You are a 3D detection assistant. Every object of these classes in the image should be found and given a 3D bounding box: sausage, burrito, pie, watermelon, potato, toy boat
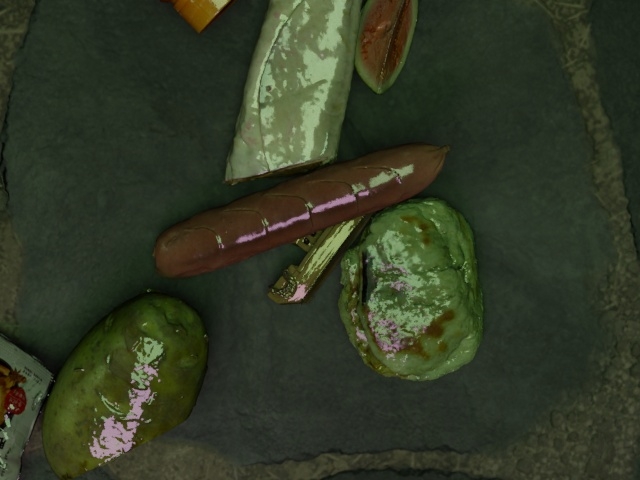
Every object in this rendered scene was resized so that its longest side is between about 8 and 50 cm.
[{"bbox_3d":[-0.032,-0.041,1.819,0.433,0.088,0.088,-21,98,13],"label":"sausage"},{"bbox_3d":[-0.028,-0.202,1.823,0.143,0.105,0.299,14,98,6],"label":"burrito"},{"bbox_3d":[0.124,0.070,1.866,0.201,0.090,0.248,-10,97,-8],"label":"pie"},{"bbox_3d":[0.097,-0.273,1.838,0.069,0.087,0.163,12,99,-35],"label":"watermelon"},{"bbox_3d":[-0.260,0.200,1.850,0.176,0.141,0.298,39,103,9],"label":"potato"},{"bbox_3d":[0.000,0.000,1.873,0.072,0.064,0.206,36,91,13],"label":"toy boat"}]

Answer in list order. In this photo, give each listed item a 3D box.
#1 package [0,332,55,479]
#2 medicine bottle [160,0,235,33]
[{"bbox_3d":[-0.447,0.251,1.873,0.154,0.030,0.239,28,102,27],"label":"package"},{"bbox_3d":[-0.198,-0.377,1.769,0.112,0.149,0.222,-45,97,4],"label":"medicine bottle"}]
